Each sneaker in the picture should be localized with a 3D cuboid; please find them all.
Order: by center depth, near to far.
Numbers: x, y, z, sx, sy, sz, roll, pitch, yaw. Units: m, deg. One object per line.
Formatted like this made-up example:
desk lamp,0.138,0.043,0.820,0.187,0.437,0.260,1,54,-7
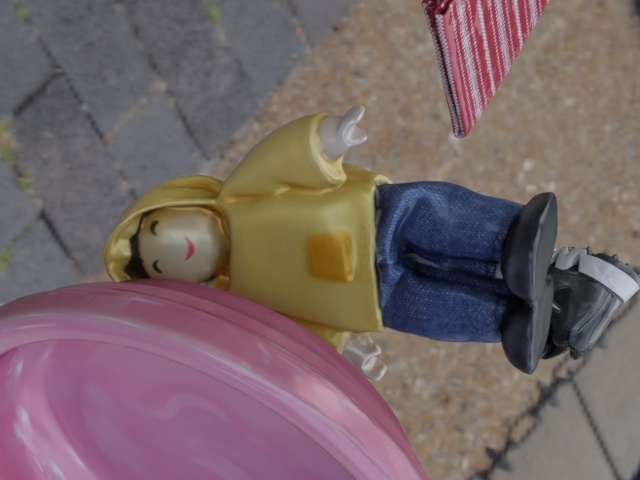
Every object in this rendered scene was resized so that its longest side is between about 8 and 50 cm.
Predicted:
sneaker,0.179,0.054,1.295,0.078,0.234,0.106,35,78,-27

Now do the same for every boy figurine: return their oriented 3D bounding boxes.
boy figurine,0.000,0.000,0.885,0.092,0.285,0.177,-54,149,-59

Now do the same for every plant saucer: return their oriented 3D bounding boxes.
plant saucer,-0.069,0.142,0.887,0.084,0.332,0.332,-58,134,-40

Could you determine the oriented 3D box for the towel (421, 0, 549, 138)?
towel,0.178,-0.254,1.352,0.275,0.031,0.199,-58,154,-20
